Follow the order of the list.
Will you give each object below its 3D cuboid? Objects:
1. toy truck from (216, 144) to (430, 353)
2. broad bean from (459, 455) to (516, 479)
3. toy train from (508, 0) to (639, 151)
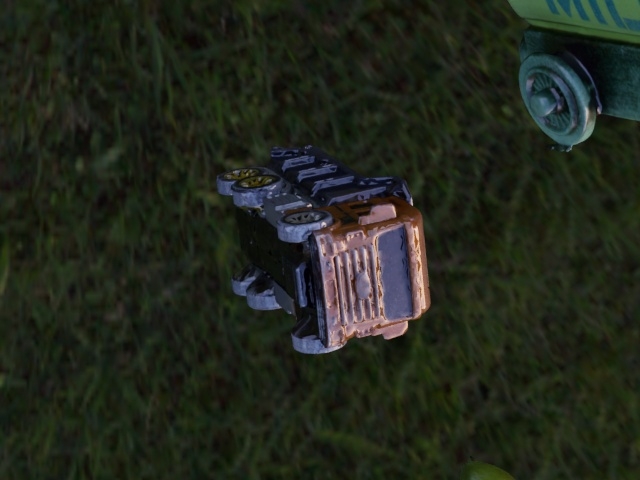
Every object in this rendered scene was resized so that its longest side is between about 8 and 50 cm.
[{"bbox_3d":[0.000,0.000,1.120,0.092,0.192,0.083,-12,108,-17],"label":"toy truck"},{"bbox_3d":[0.144,0.195,0.658,0.043,0.060,0.297,-42,73,5],"label":"broad bean"},{"bbox_3d":[0.182,-0.125,0.975,0.105,0.253,0.157,-26,113,-21],"label":"toy train"}]
